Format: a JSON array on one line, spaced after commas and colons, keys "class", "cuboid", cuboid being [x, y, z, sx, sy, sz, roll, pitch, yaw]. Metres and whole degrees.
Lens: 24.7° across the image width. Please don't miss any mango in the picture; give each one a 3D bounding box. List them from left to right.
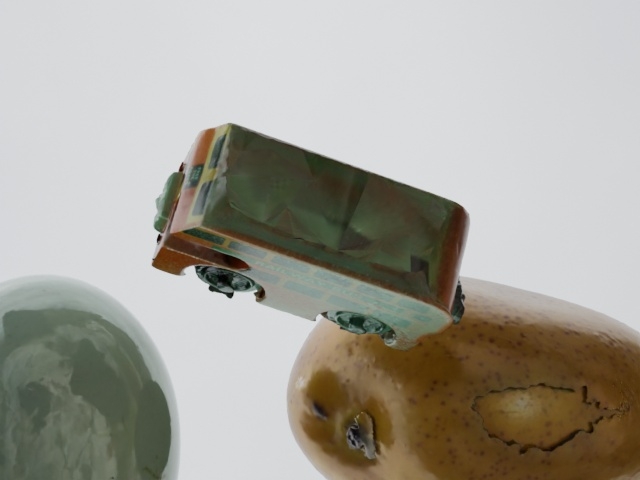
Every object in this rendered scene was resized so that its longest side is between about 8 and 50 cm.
[{"class": "mango", "cuboid": [0.125, 0.108, 0.968, 0.290, 0.191, 0.160, 5, -87, -17]}]

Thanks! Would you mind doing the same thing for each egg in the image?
[{"class": "egg", "cuboid": [-0.181, 0.151, 0.904, 0.182, 0.183, 0.264, 16, -107, -28]}]

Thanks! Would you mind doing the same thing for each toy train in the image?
[{"class": "toy train", "cuboid": [0.000, 0.000, 0.820, 0.188, 0.099, 0.072, 18, -117, -9]}]
